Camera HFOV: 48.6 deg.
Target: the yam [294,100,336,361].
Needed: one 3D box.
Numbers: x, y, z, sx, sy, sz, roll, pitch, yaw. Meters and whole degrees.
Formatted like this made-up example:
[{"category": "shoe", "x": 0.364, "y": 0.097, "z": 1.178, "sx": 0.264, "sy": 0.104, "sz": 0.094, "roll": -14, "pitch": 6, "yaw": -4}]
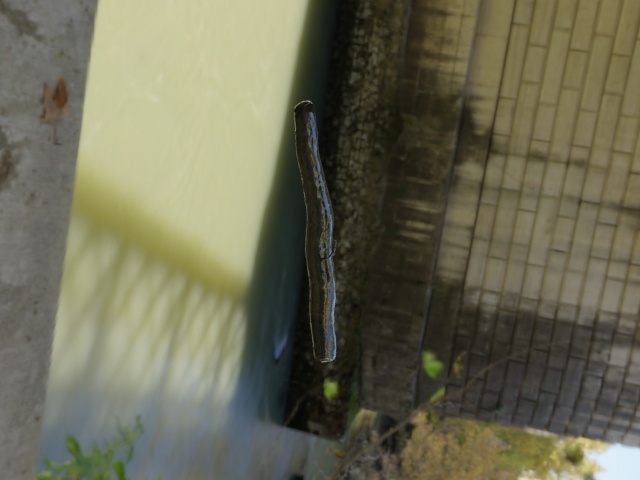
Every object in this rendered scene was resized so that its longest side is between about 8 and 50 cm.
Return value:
[{"category": "yam", "x": -0.001, "y": 0.000, "z": 0.597, "sx": 0.029, "sy": 0.027, "sz": 0.234, "roll": -104, "pitch": -172, "yaw": -66}]
